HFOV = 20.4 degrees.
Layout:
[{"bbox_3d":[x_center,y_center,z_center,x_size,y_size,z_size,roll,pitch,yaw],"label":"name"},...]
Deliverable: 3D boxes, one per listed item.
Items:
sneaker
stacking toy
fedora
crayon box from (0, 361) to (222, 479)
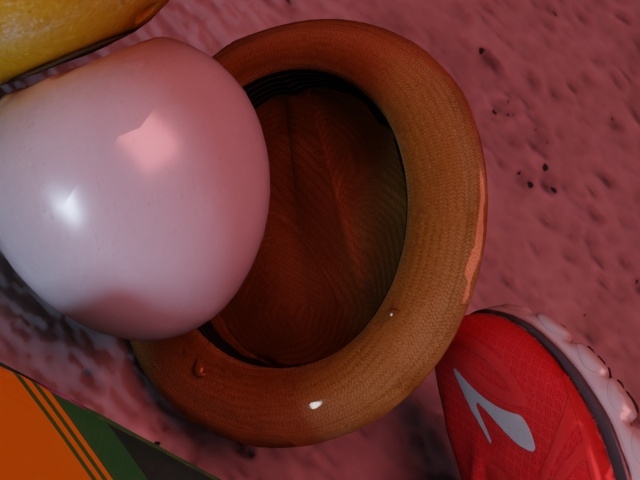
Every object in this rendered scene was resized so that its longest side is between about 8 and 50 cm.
[{"bbox_3d":[0.080,0.155,0.723,0.118,0.107,0.279,-3,66,-20],"label":"sneaker"},{"bbox_3d":[-0.153,-0.181,0.703,0.350,0.350,0.480,-25,98,-35],"label":"stacking toy"},{"bbox_3d":[0.000,0.000,0.786,0.079,0.194,0.194,33,47,-59],"label":"fedora"},{"bbox_3d":[-0.114,0.202,0.628,0.165,0.081,0.278,34,55,-32],"label":"crayon box"}]
